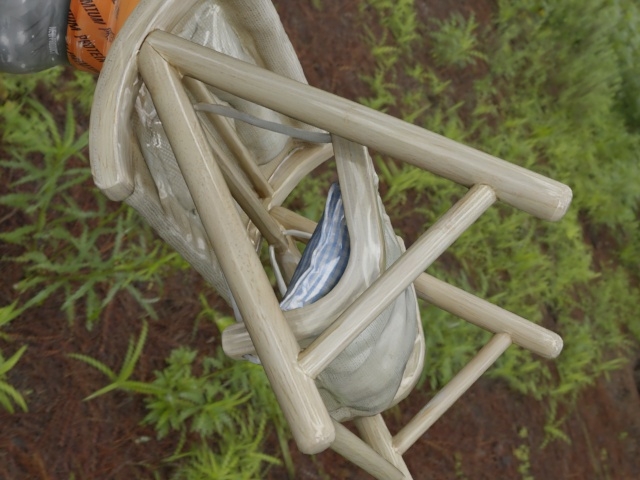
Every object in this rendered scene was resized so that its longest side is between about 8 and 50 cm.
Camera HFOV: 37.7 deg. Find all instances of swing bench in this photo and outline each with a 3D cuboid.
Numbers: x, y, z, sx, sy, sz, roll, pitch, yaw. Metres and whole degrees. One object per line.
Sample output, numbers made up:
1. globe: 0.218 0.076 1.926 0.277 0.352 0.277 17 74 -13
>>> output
1. swing bench: 0.000 0.000 0.562 0.254 0.165 0.253 44 -6 25

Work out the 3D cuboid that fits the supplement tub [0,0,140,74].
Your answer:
1. supplement tub: -0.284 -0.240 0.682 0.316 0.193 0.194 18 55 -7
